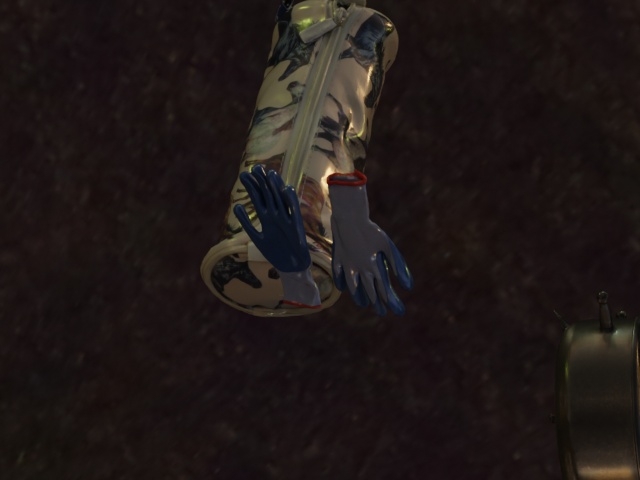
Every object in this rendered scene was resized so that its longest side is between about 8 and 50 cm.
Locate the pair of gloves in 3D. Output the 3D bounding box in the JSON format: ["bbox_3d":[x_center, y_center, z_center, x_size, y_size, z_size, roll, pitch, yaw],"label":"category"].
[{"bbox_3d":[0.000,0.000,1.566,0.023,0.198,0.159,-38,122,-40],"label":"pair of gloves"}]

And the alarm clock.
[{"bbox_3d":[0.186,0.135,1.062,0.064,0.129,0.192,-8,78,16],"label":"alarm clock"}]

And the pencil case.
[{"bbox_3d":[-0.019,-0.101,1.910,0.160,0.183,0.410,5,55,13],"label":"pencil case"}]
